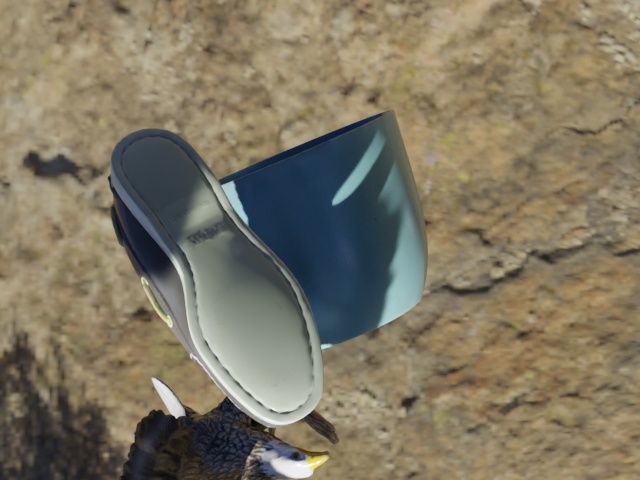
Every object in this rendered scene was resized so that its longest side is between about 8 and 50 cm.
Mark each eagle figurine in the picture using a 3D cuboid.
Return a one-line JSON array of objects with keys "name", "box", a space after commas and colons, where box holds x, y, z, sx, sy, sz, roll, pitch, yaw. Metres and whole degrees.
[{"name": "eagle figurine", "box": [-0.089, 0.244, 1.277, 0.225, 0.226, 0.298, -49, 14, 52]}]

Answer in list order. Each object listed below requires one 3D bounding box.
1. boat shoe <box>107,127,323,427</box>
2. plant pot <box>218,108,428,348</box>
[{"name": "boat shoe", "box": [-0.071, 0.031, 0.859, 0.228, 0.081, 0.068, 59, 153, 21]}, {"name": "plant pot", "box": [0.000, 0.000, 1.616, 0.293, 0.293, 0.235, -17, 98, 38]}]
